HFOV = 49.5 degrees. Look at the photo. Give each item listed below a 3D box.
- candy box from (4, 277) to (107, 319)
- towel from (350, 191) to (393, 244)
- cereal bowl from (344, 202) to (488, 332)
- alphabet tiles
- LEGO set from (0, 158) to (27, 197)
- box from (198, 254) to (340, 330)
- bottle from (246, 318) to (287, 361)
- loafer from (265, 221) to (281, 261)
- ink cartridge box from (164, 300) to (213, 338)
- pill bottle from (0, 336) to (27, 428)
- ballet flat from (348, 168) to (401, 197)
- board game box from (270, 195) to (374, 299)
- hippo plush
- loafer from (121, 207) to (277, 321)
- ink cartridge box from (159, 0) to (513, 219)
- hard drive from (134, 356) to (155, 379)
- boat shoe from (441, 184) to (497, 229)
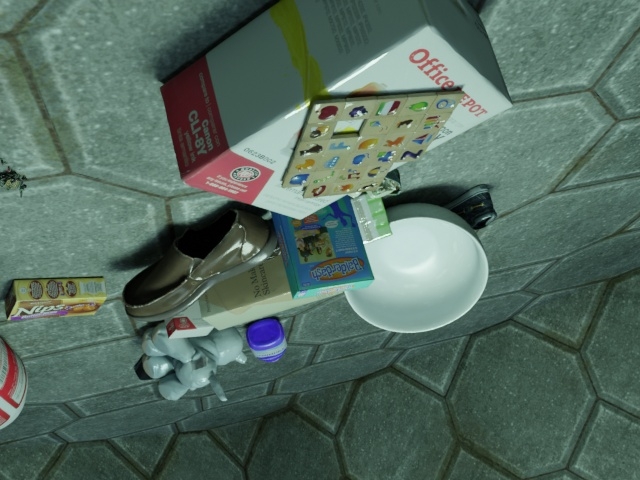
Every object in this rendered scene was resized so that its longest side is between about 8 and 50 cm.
[{"bbox_3d":[-0.566,0.124,1.487,0.186,0.053,0.109,-1,155,-36],"label":"candy box"},{"bbox_3d":[0.067,-0.039,1.473,0.151,0.113,0.023,-17,-157,6],"label":"towel"},{"bbox_3d":[0.213,0.047,1.625,0.338,0.141,0.339,-1,127,-1],"label":"cereal bowl"},{"bbox_3d":[0.057,-0.120,0.923,0.198,0.009,0.237,-8,158,-19],"label":"alphabet tiles"},{"bbox_3d":[-0.473,-0.097,1.050,0.054,0.023,0.083,-11,145,-18],"label":"LEGO set"},{"bbox_3d":[-0.120,0.085,1.579,0.311,0.148,0.121,-18,159,4],"label":"box"},{"bbox_3d":[-0.167,0.330,2.227,0.118,0.092,0.283,-15,159,-5],"label":"bottle"},{"bbox_3d":[-0.107,0.009,1.483,0.220,0.080,0.078,-21,158,13],"label":"loafer"},{"bbox_3d":[-0.315,0.155,1.627,0.099,0.135,0.056,-1,152,-34],"label":"ink cartridge box"},{"bbox_3d":[-0.794,0.311,1.552,0.228,0.229,0.408,-10,158,-14],"label":"pill bottle"},{"bbox_3d":[0.082,-0.112,1.335,0.188,0.070,0.070,-3,156,-30],"label":"ballet flat"},{"bbox_3d":[0.000,0.000,1.355,0.160,0.210,0.047,-7,157,-20],"label":"board game box"},{"bbox_3d":[-0.336,0.290,1.936,0.294,0.234,0.236,-14,-164,41],"label":"hippo plush"},{"bbox_3d":[-0.267,0.034,1.409,0.365,0.134,0.130,-31,133,12],"label":"loafer"},{"bbox_3d":[0.024,-0.197,0.945,0.384,0.161,0.279,-27,156,28],"label":"ink cartridge box"},{"bbox_3d":[-0.456,0.396,2.242,0.254,0.054,0.172,-3,155,-30],"label":"hard drive"},{"bbox_3d":[0.333,-0.051,1.636,0.065,0.083,0.183,1,154,-37],"label":"boat shoe"}]
